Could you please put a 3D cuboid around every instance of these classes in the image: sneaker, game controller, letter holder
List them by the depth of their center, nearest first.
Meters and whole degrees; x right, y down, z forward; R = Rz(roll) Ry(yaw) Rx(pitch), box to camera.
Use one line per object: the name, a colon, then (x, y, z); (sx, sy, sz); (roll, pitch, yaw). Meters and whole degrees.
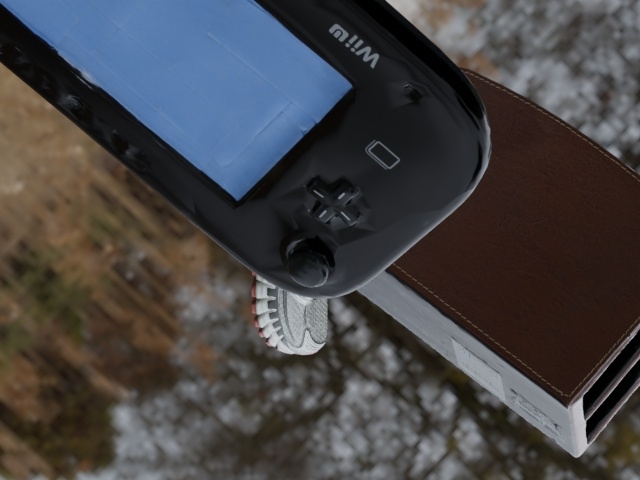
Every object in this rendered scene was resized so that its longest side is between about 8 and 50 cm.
game controller: (-0.073, -0.105, 0.815); (0.166, 0.319, 0.067); (-40, -166, 52)
sneaker: (0.000, 0.000, 1.330); (0.088, 0.092, 0.225); (-73, 170, -48)
letter holder: (0.181, 0.010, 1.667); (0.214, 0.302, 0.152); (-48, 157, -12)
